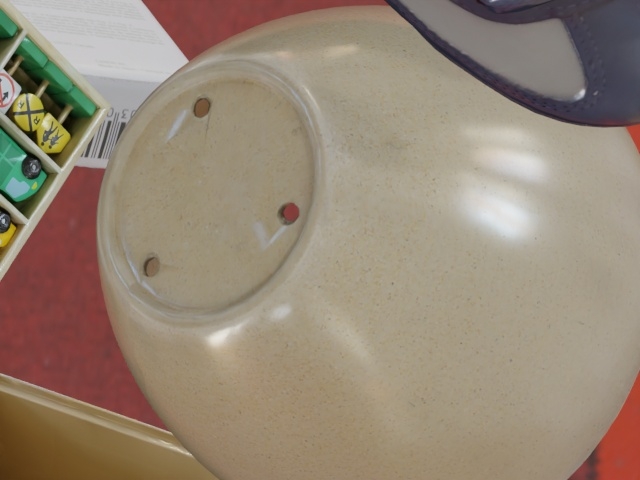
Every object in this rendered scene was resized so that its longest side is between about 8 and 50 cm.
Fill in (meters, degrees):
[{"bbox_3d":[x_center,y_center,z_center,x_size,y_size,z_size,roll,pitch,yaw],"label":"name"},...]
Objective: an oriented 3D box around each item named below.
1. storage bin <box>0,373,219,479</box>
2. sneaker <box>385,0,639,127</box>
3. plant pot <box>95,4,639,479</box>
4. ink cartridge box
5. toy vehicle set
[{"bbox_3d":[-0.219,0.265,1.637,0.260,0.123,0.262,17,34,12],"label":"storage bin"},{"bbox_3d":[0.017,-0.112,0.424,0.112,0.319,0.131,-28,40,18],"label":"sneaker"},{"bbox_3d":[0.000,0.000,0.976,0.191,0.284,0.284,26,26,-54],"label":"plant pot"},{"bbox_3d":[-0.304,-0.187,1.625,0.308,0.091,0.385,3,27,-29],"label":"ink cartridge box"},{"bbox_3d":[-0.272,-0.111,1.313,0.035,0.267,0.166,0,54,46],"label":"toy vehicle set"}]
